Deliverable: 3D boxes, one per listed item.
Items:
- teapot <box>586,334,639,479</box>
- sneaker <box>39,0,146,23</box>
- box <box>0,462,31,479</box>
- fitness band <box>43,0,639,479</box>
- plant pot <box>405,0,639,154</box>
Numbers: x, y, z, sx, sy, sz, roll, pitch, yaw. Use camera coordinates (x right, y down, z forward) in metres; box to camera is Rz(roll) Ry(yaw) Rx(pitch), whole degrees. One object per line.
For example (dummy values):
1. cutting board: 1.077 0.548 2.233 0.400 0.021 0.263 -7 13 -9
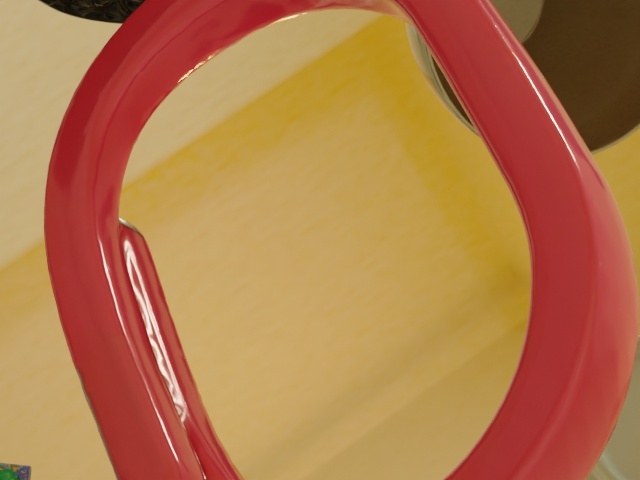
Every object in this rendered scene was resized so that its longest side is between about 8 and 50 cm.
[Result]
1. teapot: 0.313 0.204 1.356 0.256 0.252 0.187 49 -22 44
2. sneaker: -0.040 -0.177 0.758 0.084 0.234 0.097 55 22 -51
3. box: -0.363 0.291 1.146 0.177 0.289 0.279 -92 -166 -45
4. fitness band: 0.000 0.000 0.630 0.054 0.209 0.291 39 20 -51
5. plant pot: 0.197 -0.232 1.615 0.284 0.284 0.191 59 -9 -20
